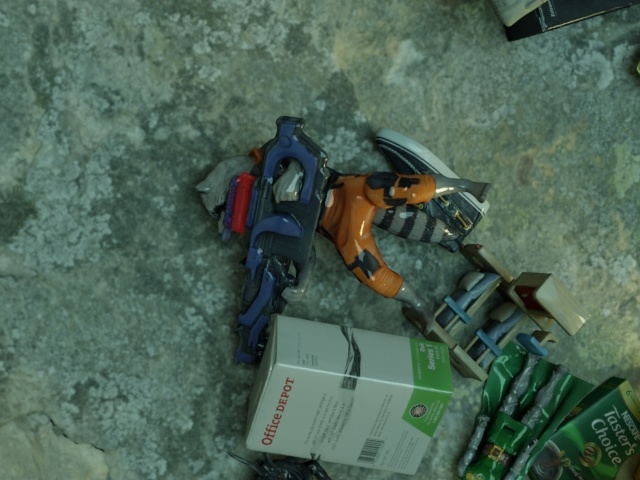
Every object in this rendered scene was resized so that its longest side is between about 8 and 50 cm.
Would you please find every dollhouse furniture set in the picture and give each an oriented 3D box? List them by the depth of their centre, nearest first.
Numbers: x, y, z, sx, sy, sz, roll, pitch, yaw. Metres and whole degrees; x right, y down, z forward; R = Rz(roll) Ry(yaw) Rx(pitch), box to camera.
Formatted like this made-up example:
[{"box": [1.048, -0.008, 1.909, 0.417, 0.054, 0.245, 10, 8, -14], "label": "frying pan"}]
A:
[{"box": [0.216, 0.091, 1.694, 0.129, 0.184, 0.129, 45, 78, -12], "label": "dollhouse furniture set"}]

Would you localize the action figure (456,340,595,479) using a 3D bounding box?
[{"box": [0.244, 0.256, 1.754, 0.137, 0.063, 0.232, 27, 82, 19], "label": "action figure"}]

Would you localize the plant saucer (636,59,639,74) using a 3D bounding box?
[{"box": [0.540, -0.263, 1.871, 0.188, 0.045, 0.188, 32, 81, -15], "label": "plant saucer"}]

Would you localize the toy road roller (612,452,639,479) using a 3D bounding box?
[{"box": [0.487, 0.280, 1.723, 0.330, 0.202, 0.240, -9, 50, -16], "label": "toy road roller"}]

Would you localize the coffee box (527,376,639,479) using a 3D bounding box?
[{"box": [0.364, 0.279, 1.815, 0.184, 0.040, 0.113, -32, 99, -16], "label": "coffee box"}]

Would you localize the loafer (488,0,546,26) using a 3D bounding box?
[{"box": [0.341, -0.365, 1.667, 0.320, 0.112, 0.111, -24, 101, -8], "label": "loafer"}]

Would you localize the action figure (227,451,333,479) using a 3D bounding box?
[{"box": [-0.002, 0.357, 1.648, 0.164, 0.141, 0.275, -40, 104, -16], "label": "action figure"}]

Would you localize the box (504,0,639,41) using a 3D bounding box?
[{"box": [0.336, -0.366, 1.773, 0.207, 0.108, 0.153, -17, 95, -16], "label": "box"}]

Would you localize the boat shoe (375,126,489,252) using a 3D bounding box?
[{"box": [0.129, -0.064, 1.729, 0.183, 0.065, 0.083, 37, 82, -14], "label": "boat shoe"}]

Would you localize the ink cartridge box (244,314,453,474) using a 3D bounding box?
[{"box": [0.031, 0.188, 1.625, 0.220, 0.092, 0.160, 11, 130, -10], "label": "ink cartridge box"}]

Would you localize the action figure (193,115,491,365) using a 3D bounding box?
[{"box": [0.000, 0.000, 1.650, 0.330, 0.178, 0.341, 21, 119, -1], "label": "action figure"}]
